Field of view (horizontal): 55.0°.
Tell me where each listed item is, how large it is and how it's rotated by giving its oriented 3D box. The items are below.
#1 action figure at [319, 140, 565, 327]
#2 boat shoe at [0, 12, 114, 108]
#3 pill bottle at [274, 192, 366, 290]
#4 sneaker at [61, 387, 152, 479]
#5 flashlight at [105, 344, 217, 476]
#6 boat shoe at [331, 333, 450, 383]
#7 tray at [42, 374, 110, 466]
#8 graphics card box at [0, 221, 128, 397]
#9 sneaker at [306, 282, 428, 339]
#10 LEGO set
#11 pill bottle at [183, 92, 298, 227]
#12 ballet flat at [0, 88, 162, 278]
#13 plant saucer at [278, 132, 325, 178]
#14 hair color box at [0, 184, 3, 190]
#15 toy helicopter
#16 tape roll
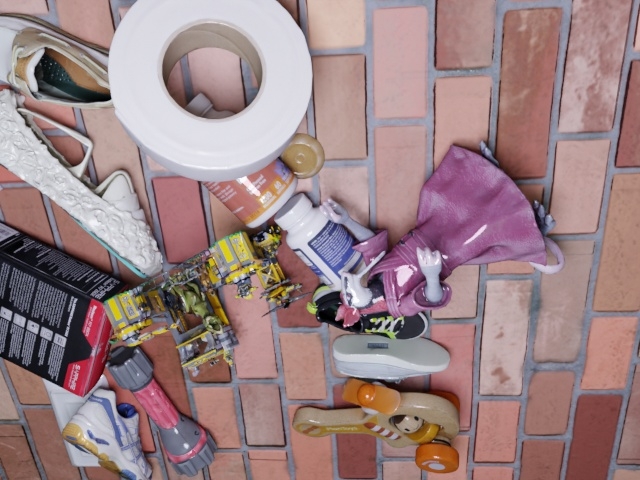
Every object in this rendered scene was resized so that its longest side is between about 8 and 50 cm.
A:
[{"bbox_3d":[0.174,0.020,1.021,0.370,0.248,0.276,-41,134,5],"label":"action figure"},{"bbox_3d":[-0.440,-0.281,0.970,0.303,0.103,0.113,13,117,-2],"label":"boat shoe"},{"bbox_3d":[0.000,0.000,1.082,0.094,0.094,0.169,-37,109,20],"label":"pill bottle"},{"bbox_3d":[-0.421,0.427,1.324,0.112,0.131,0.296,11,143,23],"label":"sneaker"},{"bbox_3d":[-0.329,0.354,1.282,0.103,0.103,0.304,-20,114,15],"label":"flashlight"},{"bbox_3d":[0.136,0.236,1.207,0.228,0.079,0.081,4,126,8],"label":"boat shoe"},{"bbox_3d":[-0.521,0.412,1.367,0.145,0.030,0.270,-2,116,6],"label":"tray"},{"bbox_3d":[-0.563,0.112,1.154,0.371,0.094,0.232,24,116,2],"label":"graphics card box"},{"bbox_3d":[0.087,0.152,1.150,0.235,0.097,0.084,15,117,-3],"label":"sneaker"},{"bbox_3d":[-0.183,0.129,1.070,0.331,0.255,0.192,-27,85,5],"label":"LEGO set"},{"bbox_3d":[-0.150,-0.133,1.012,0.121,0.121,0.216,-39,108,21],"label":"pill bottle"},{"bbox_3d":[-0.411,-0.100,1.050,0.409,0.147,0.147,41,113,-15],"label":"ballet flat"},{"bbox_3d":[-0.035,-0.142,1.058,0.084,0.015,0.083,2,117,4],"label":"plant saucer"},{"bbox_3d":[-0.635,-0.129,1.081,0.043,0.072,0.141,-23,112,15],"label":"hair color box"},{"bbox_3d":[0.095,0.352,1.220,0.355,0.140,0.235,-11,138,26],"label":"toy helicopter"},{"bbox_3d":[-0.158,-0.231,0.899,0.286,0.100,0.286,1,86,-9],"label":"tape roll"}]
